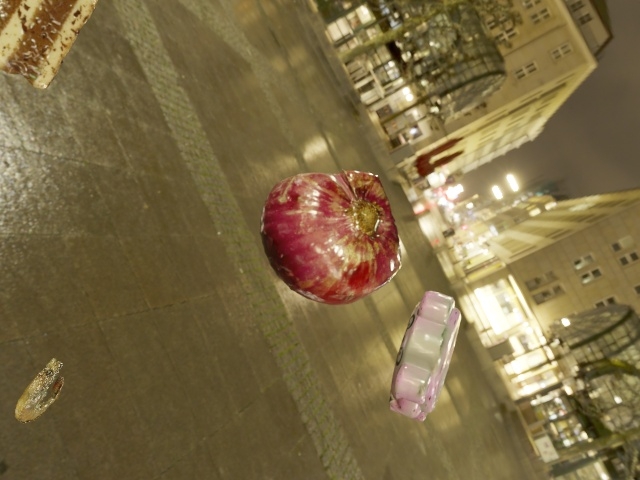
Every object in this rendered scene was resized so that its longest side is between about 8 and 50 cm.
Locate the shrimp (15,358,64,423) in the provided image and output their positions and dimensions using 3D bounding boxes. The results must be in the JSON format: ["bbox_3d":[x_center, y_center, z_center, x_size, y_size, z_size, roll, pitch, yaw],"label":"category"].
[{"bbox_3d":[-0.962,0.529,1.943,0.058,0.253,0.173,33,-5,20],"label":"shrimp"}]

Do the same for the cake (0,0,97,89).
[{"bbox_3d":[-0.334,-0.332,0.709,0.112,0.135,0.246,30,66,-46],"label":"cake"}]

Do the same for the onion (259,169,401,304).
[{"bbox_3d":[0.007,0.000,1.041,0.230,0.272,0.256,-18,65,-32],"label":"onion"}]

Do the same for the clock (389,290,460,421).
[{"bbox_3d":[0.191,0.208,1.010,0.248,0.090,0.228,62,46,-66],"label":"clock"}]
